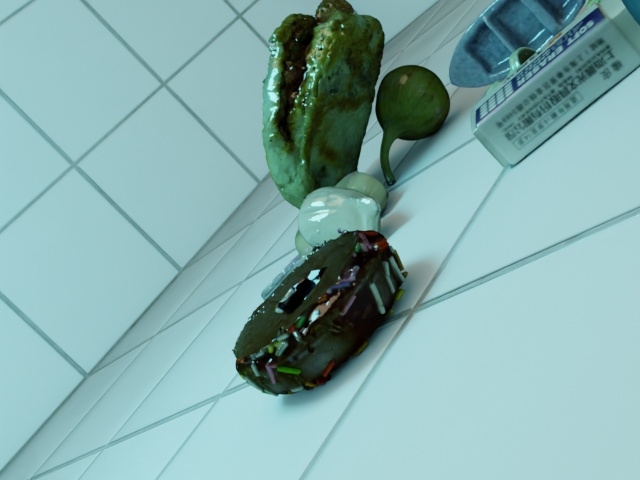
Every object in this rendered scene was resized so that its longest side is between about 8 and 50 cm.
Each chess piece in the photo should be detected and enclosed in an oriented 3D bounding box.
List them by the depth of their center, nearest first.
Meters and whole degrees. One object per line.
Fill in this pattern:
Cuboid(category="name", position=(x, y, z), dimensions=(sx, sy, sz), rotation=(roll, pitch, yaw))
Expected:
Cuboid(category="chess piece", position=(0.312, -0.258, 1.594), dimensions=(0.067, 0.067, 0.103), rotation=(-52, 5, -39))

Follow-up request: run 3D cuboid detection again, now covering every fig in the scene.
Cuboid(category="fig", position=(0.154, -0.214, 1.874), dimensions=(0.245, 0.149, 0.149), rotation=(-64, 17, -19))

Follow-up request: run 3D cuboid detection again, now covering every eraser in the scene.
Cuboid(category="eraser", position=(0.329, -0.224, 1.320), dimensions=(0.279, 0.081, 0.124), rotation=(-40, 11, 20))

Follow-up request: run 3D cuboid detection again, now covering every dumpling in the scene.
Cuboid(category="dumpling", position=(0.030, -0.022, 1.590), dimensions=(0.199, 0.118, 0.136), rotation=(-4, 80, 56))

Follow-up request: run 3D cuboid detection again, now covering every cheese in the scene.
Cuboid(category="cheese", position=(0.000, 0.000, 1.725), dimensions=(0.286, 0.082, 0.163), rotation=(-48, 9, -6))

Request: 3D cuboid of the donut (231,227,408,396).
Cuboid(category="donut", position=(0.000, 0.093, 1.274), dimensions=(0.270, 0.103, 0.269), rotation=(-43, 12, 12))

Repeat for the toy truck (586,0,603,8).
Cuboid(category="toy truck", position=(0.450, -0.372, 1.450), dimensions=(0.116, 0.085, 0.191), rotation=(-39, 12, 51))

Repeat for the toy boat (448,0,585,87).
Cuboid(category="toy boat", position=(0.338, -0.370, 1.746), dimensions=(0.283, 0.127, 0.078), rotation=(-39, 10, 37))

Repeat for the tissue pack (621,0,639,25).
Cuboid(category="tissue pack", position=(0.401, -0.303, 1.016), dimensions=(0.198, 0.206, 0.287), rotation=(-40, 10, 29))

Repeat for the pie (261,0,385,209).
Cuboid(category="pie", position=(0.012, -0.230, 1.882), dimensions=(0.181, 0.418, 0.395), rotation=(7, 24, 16))
